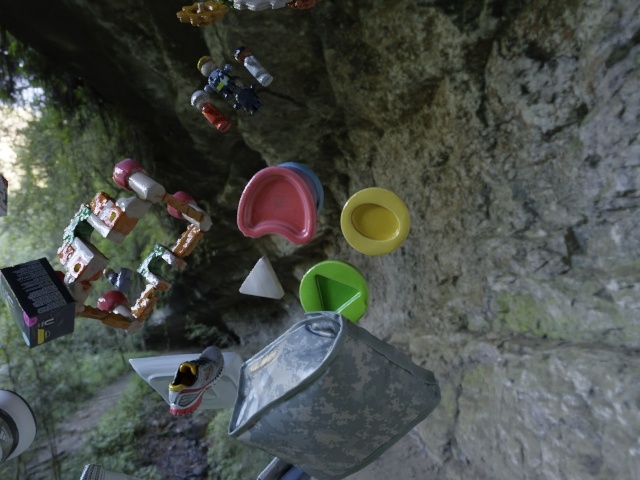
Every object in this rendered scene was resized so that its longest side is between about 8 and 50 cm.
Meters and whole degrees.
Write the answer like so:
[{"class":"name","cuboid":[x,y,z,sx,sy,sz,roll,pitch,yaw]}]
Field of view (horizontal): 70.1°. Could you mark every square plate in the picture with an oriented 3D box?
[{"class":"square plate","cuboid":[-0.385,0.467,1.464,0.347,0.049,0.344,-6,-42,7]}]

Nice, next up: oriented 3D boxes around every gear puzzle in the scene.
[{"class":"gear puzzle","cuboid":[-0.092,-0.432,0.823,0.339,0.044,0.175,-29,48,-24]}]

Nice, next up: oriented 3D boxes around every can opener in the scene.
[{"class":"can opener","cuboid":[-0.138,0.585,1.028,0.280,0.074,0.093,-36,18,-29]}]

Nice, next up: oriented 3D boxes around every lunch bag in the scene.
[{"class":"lunch bag","cuboid":[0.026,0.250,0.768,0.287,0.235,0.169,-41,25,26]}]

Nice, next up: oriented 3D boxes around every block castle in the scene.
[{"class":"block castle","cuboid":[-0.562,0.021,1.314,0.212,0.453,0.303,32,-4,32]}]

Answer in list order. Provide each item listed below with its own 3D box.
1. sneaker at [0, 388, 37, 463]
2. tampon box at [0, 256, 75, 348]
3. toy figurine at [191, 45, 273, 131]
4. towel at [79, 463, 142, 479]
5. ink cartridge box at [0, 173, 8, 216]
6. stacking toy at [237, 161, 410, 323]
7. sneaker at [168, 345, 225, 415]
[{"class":"sneaker","cuboid":[-0.711,0.386,0.694,0.447,0.169,0.257,-24,5,5]},{"class":"tampon box","cuboid":[-0.661,0.143,1.068,0.101,0.161,0.120,-22,-32,-44]},{"class":"toy figurine","cuboid":[-0.264,-0.453,1.344,0.213,0.148,0.209,-37,-10,-31]},{"class":"towel","cuboid":[-0.438,0.630,0.898,0.056,0.312,0.324,4,-34,-3]},{"class":"ink cartridge box","cuboid":[-1.027,-0.150,1.423,0.056,0.135,0.099,-11,-23,-10]},{"class":"stacking toy","cuboid":[0.000,0.000,0.884,0.308,0.280,0.130,18,17,9]},{"class":"sneaker","cuboid":[-0.315,0.342,1.179,0.088,0.093,0.225,0,23,12]}]
